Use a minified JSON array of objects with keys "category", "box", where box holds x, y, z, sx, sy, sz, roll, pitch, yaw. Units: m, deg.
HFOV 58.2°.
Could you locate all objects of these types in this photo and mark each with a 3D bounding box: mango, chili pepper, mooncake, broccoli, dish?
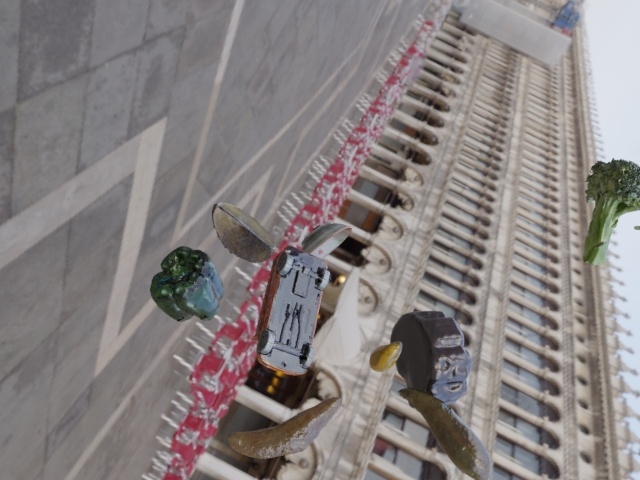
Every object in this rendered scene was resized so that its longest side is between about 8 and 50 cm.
[{"category":"mango","box":[0.200,0.364,1.792,0.098,0.075,0.190,-45,175,-24]},{"category":"chili pepper","box":[-0.477,0.173,2.108,0.249,0.233,0.257,-61,149,-25]},{"category":"mooncake","box":[0.438,0.460,2.269,0.351,0.212,0.382,117,-33,-63]},{"category":"broccoli","box":[1.122,-0.116,2.185,0.397,0.274,0.353,-65,157,-17]},{"category":"dish","box":[0.000,0.000,2.285,0.260,0.085,0.260,-36,168,-9]}]

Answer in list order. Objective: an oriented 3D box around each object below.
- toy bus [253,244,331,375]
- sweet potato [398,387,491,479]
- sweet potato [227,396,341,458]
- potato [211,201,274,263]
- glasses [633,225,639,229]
[{"category":"toy bus","box":[-0.087,0.191,1.525,0.153,0.142,0.330,-32,-140,53]},{"category":"sweet potato","box":[0.443,0.661,2.017,0.130,0.423,0.131,-36,157,-19]},{"category":"sweet potato","box":[-0.086,0.550,1.637,0.341,0.114,0.092,-18,161,-9]},{"category":"potato","box":[-0.256,-0.018,1.943,0.120,0.261,0.100,-56,169,27]},{"category":"glasses","box":[1.113,-0.052,1.799,0.207,0.239,0.102,-39,147,27]}]
